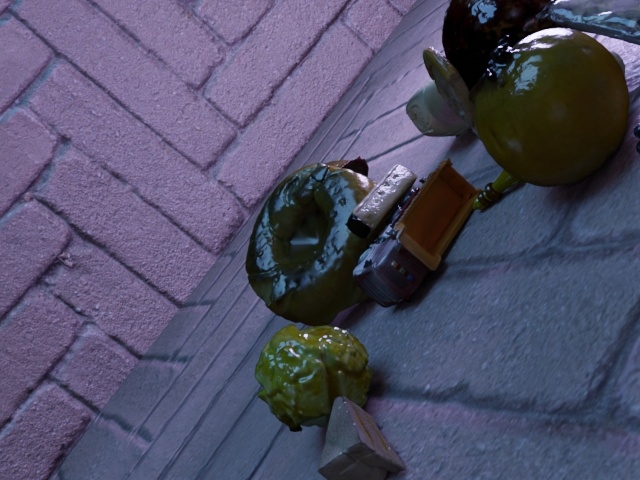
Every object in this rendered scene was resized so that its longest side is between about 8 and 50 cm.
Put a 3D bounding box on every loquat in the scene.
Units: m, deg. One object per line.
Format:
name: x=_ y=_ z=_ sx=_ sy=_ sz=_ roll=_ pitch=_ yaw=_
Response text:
loquat: x=0.333 y=-0.198 z=1.179 sx=0.244 sy=0.244 sz=0.244 roll=-46 pitch=14 yaw=15

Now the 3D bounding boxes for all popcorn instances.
popcorn: x=-0.008 y=0.227 z=1.283 sx=0.198 sy=0.198 sz=0.212 roll=-67 pitch=-4 yaw=-51

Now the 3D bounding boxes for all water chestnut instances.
water chestnut: x=0.361 y=-0.376 z=1.545 sx=0.289 sy=0.289 sz=0.244 roll=-25 pitch=38 yaw=59

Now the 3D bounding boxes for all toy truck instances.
toy truck: x=0.176 y=-0.010 z=1.434 sx=0.270 sy=0.114 sz=0.135 roll=-53 pitch=9 yaw=-24

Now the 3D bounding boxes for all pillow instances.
pillow: x=0.502 y=-0.386 z=1.347 sx=0.169 sy=0.059 sz=0.255 roll=-38 pitch=41 yaw=-13

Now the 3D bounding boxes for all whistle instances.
whistle: x=0.306 y=-0.096 z=1.398 sx=0.109 sy=0.046 sz=0.057 roll=-44 pitch=28 yaw=45

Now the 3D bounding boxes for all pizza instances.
pizza: x=0.267 y=-0.272 z=1.553 sx=0.034 sy=0.262 sz=0.181 roll=-36 pitch=32 yaw=6

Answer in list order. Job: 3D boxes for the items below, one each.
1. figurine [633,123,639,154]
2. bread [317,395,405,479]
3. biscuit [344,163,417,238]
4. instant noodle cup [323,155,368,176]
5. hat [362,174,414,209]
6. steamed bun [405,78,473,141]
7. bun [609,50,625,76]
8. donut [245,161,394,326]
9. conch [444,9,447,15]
figurine: x=0.450 y=-0.129 z=1.010 sx=0.080 sy=0.077 sz=0.136 roll=-10 pitch=7 yaw=11
bread: x=0.062 y=0.265 z=1.106 sx=0.105 sy=0.077 sz=0.152 roll=-45 pitch=17 yaw=33
biscuit: x=0.115 y=-0.076 z=1.504 sx=0.188 sy=0.056 sz=0.052 roll=-46 pitch=-13 yaw=-40
instant noodle cup: x=0.004 y=-0.105 z=1.969 sx=0.274 sy=0.091 sz=0.274 roll=-46 pitch=-22 yaw=-25
hat: x=0.081 y=-0.074 z=1.846 sx=0.257 sy=0.130 sz=0.257 roll=-46 pitch=15 yaw=16
steamed bun: x=0.314 y=-0.317 z=1.762 sx=0.239 sy=0.152 sz=0.170 roll=-37 pitch=3 yaw=-15
bun: x=0.447 y=-0.250 z=1.291 sx=0.115 sy=0.069 sz=0.115 roll=-35 pitch=-9 yaw=-7
donut: x=0.000 y=0.000 z=1.649 sx=0.360 sy=0.170 sz=0.360 roll=-25 pitch=50 yaw=35
conch: x=0.408 y=-0.524 z=1.974 sx=0.263 sy=0.186 sz=0.324 roll=-37 pitch=5 yaw=-37
